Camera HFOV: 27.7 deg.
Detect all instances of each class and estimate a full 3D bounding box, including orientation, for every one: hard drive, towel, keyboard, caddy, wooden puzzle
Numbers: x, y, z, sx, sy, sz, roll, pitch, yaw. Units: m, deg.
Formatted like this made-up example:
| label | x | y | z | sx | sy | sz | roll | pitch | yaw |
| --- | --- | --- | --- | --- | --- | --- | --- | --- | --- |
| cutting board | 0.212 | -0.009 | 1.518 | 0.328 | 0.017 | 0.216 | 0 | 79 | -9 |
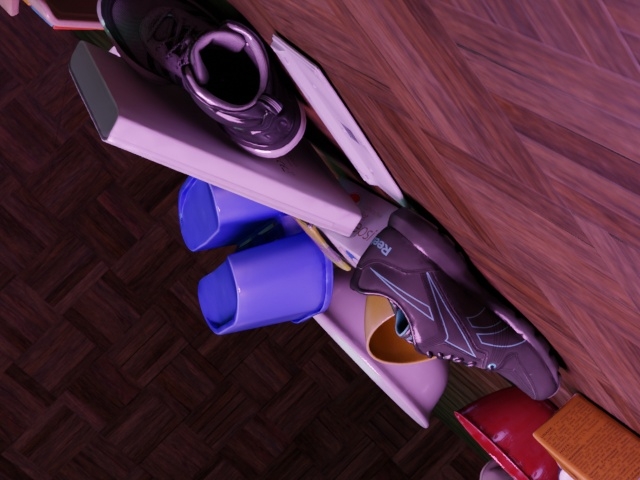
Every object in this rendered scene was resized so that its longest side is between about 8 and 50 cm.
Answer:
| label | x | y | z | sx | sy | sz | roll | pitch | yaw |
| --- | --- | --- | --- | --- | --- | --- | --- | --- | --- |
| hard drive | -0.116 | -0.112 | 1.431 | 0.307 | 0.040 | 0.203 | 21 | -160 | -32 |
| towel | 0.000 | 0.000 | 1.513 | 0.083 | 0.009 | 0.060 | 49 | 174 | -29 |
| keyboard | 0.025 | -0.110 | 1.268 | 0.072 | 0.014 | 0.256 | 35 | 171 | 36 |
| caddy | -0.075 | -0.002 | 1.800 | 0.341 | 0.179 | 0.241 | 148 | 109 | -72 |
| wooden puzzle | -0.336 | -0.333 | 1.718 | 0.221 | 0.044 | 0.238 | 43 | -155 | 28 |

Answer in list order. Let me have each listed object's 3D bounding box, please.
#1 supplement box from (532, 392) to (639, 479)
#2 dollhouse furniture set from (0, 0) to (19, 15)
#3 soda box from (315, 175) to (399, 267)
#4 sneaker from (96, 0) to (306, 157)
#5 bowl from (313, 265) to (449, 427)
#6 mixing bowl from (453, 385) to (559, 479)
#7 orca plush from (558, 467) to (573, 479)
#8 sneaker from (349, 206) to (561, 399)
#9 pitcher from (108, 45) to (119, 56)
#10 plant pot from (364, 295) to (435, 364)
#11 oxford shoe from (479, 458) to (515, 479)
| label | x | y | z | sx | sy | sz | roll | pitch | yaw |
| --- | --- | --- | --- | --- | --- | --- | --- | --- | --- |
| supplement box | 0.324 | 0.250 | 1.352 | 0.078 | 0.080 | 0.233 | 49 | 173 | -32 |
| dollhouse furniture set | -0.482 | -0.385 | 1.364 | 0.256 | 0.362 | 0.394 | 45 | 150 | 11 |
| soda box | 0.059 | -0.005 | 1.480 | 0.069 | 0.074 | 0.216 | 48 | 174 | -27 |
| sneaker | -0.129 | -0.199 | 1.332 | 0.268 | 0.101 | 0.153 | 39 | 174 | 10 |
| bowl | 0.100 | 0.134 | 1.971 | 0.298 | 0.134 | 0.298 | 45 | 176 | 4 |
| mixing bowl | 0.275 | 0.260 | 1.724 | 0.181 | 0.098 | 0.181 | 46 | 176 | 4 |
| orca plush | 0.404 | 0.339 | 1.600 | 0.287 | 0.102 | 0.151 | 36 | 131 | -5 |
| sneaker | 0.141 | 0.086 | 1.358 | 0.267 | 0.106 | 0.101 | 44 | 174 | -14 |
| pitcher | -0.280 | -0.251 | 2.161 | 0.207 | 0.125 | 0.178 | 57 | 160 | -2 |
| plant pot | 0.107 | 0.069 | 1.504 | 0.134 | 0.134 | 0.095 | 51 | -161 | -53 |
| oxford shoe | 0.341 | 0.373 | 1.834 | 0.130 | 0.169 | 0.449 | 65 | 173 | -16 |
